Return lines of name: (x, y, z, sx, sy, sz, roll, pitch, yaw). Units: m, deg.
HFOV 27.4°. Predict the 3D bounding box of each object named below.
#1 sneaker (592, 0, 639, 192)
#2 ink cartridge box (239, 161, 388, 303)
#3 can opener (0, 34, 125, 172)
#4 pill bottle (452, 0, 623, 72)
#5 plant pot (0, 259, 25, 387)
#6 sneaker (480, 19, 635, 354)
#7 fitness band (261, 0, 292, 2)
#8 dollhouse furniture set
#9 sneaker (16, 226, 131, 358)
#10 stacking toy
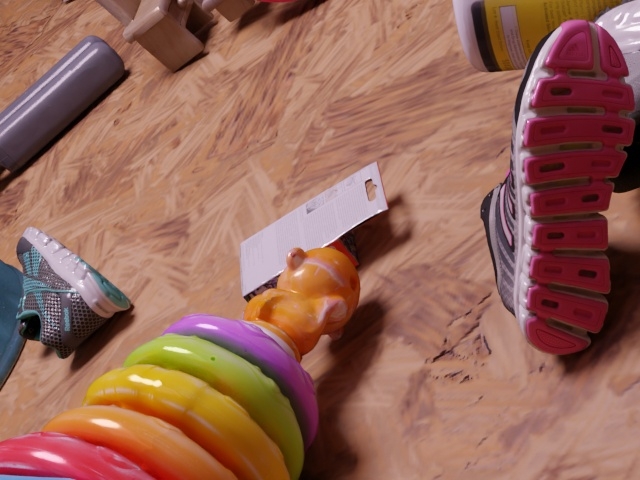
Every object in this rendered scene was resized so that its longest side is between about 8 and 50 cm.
sneaker: (0.248, -0.084, 0.655, 0.271, 0.100, 0.108, -15, 48, 46)
ink cartridge box: (0.000, 0.000, 0.873, 0.115, 0.029, 0.063, -31, 32, 15)
can opener: (-0.323, -0.112, 1.321, 0.280, 0.093, 0.074, -38, 30, -4)
pill bottle: (0.176, -0.159, 0.782, 0.184, 0.103, 0.103, -3, 44, 18)
plant pot: (-0.419, 0.046, 1.057, 0.271, 0.255, 0.272, -28, 33, 20)
sneaker: (0.118, -0.030, 0.687, 0.063, 0.171, 0.075, -2, 12, -16)
fitness band: (0.000, -0.326, 1.109, 0.290, 0.209, 0.054, -29, 32, 19)
dollhouse furniture set: (-0.058, -0.382, 1.233, 0.355, 0.174, 0.303, -32, 32, 32)
sneaker: (-0.215, 0.041, 1.029, 0.076, 0.065, 0.166, -51, 30, -8)
stacking toy: (-0.061, 0.102, 0.719, 0.165, 0.175, 0.302, -7, 34, 40)
